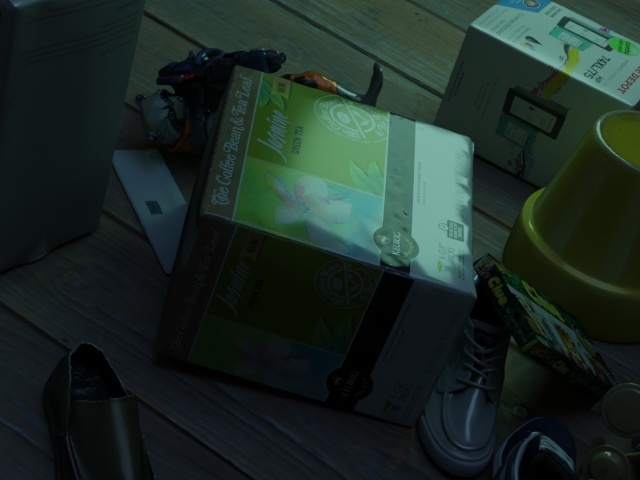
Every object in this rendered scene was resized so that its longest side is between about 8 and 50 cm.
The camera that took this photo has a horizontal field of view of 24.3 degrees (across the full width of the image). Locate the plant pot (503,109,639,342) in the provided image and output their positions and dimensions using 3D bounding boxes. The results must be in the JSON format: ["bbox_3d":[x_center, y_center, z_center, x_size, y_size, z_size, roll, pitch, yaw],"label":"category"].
[{"bbox_3d":[0.400,-0.032,1.979,0.254,0.239,0.254,11,37,-9],"label":"plant pot"}]

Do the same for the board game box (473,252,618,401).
[{"bbox_3d":[0.277,0.112,1.779,0.260,0.030,0.136,31,23,-51],"label":"board game box"}]

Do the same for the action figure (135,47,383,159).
[{"bbox_3d":[-0.082,-0.175,2.009,0.330,0.178,0.341,-6,6,-19],"label":"action figure"}]

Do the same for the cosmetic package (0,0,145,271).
[{"bbox_3d":[-0.347,-0.162,1.713,0.156,0.385,0.217,36,37,22],"label":"cosmetic package"}]

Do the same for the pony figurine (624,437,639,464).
[{"bbox_3d":[0.556,0.169,1.758,0.364,0.303,0.351,9,60,16],"label":"pony figurine"}]

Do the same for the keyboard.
[{"bbox_3d":[-0.207,-0.042,1.931,0.072,0.014,0.256,-8,42,-23],"label":"keyboard"}]

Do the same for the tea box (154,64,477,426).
[{"bbox_3d":[0.000,0.000,1.774,0.324,0.220,0.329,16,36,-8],"label":"tea box"}]

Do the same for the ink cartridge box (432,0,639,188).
[{"bbox_3d":[0.349,-0.216,2.235,0.270,0.197,0.198,29,38,15],"label":"ink cartridge box"}]

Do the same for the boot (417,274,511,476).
[{"bbox_3d":[0.175,0.148,1.741,0.095,0.123,0.258,13,36,-6],"label":"boot"}]

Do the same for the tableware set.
[{"bbox_3d":[0.376,0.247,1.693,0.169,0.141,0.020,29,10,15],"label":"tableware set"}]

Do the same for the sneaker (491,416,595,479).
[{"bbox_3d":[0.242,0.248,1.598,0.099,0.153,0.282,37,37,7],"label":"sneaker"}]

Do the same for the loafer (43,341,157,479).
[{"bbox_3d":[-0.229,0.201,1.531,0.094,0.087,0.251,-5,41,-28],"label":"loafer"}]
